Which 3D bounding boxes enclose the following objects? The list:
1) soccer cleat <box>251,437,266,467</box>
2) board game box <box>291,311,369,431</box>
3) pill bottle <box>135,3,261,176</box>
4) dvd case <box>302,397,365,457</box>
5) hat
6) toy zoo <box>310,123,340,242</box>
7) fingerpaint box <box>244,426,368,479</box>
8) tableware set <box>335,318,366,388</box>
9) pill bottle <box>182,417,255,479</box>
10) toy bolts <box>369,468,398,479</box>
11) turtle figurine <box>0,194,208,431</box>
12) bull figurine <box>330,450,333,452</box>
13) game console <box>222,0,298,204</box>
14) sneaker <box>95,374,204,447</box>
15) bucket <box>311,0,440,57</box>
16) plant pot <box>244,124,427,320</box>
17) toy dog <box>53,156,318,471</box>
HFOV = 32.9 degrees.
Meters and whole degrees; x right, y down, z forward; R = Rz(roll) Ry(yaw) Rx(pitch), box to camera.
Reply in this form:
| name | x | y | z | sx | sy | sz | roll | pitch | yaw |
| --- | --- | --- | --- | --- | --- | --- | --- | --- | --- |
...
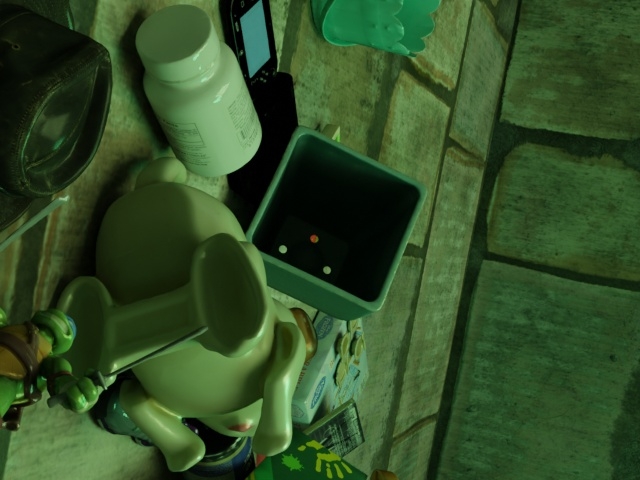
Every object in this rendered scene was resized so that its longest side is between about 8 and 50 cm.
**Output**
| name | x | y | z | sx | sy | sz | roll | pitch | yaw |
| --- | --- | --- | --- | --- | --- | --- | --- | --- | --- |
| soccer cleat | -0.172 | 0.441 | 1.913 | 0.248 | 0.095 | 0.083 | -47 | 162 | -29 |
| board game box | 0.015 | 0.316 | 2.379 | 0.318 | 0.065 | 0.319 | 82 | 27 | -45 |
| pill bottle | -0.166 | -0.201 | 1.460 | 0.229 | 0.131 | 0.131 | 72 | 34 | -56 |
| dvd case | -0.008 | 0.436 | 2.265 | 0.221 | 0.018 | 0.164 | -33 | 141 | -16 |
| hat | -0.297 | -0.145 | 1.113 | 0.331 | 0.134 | 0.331 | 11 | 90 | -70 |
| toy zoo | -0.006 | -0.057 | 2.136 | 0.192 | 0.030 | 0.293 | -61 | 157 | -49 |
| fingerpaint box | -0.132 | 0.581 | 1.744 | 0.445 | 0.163 | 0.371 | -64 | 167 | 22 |
| tableware set | 0.064 | 0.226 | 2.333 | 0.169 | 0.020 | 0.141 | -60 | 153 | -44 |
| pill bottle | -0.170 | 0.354 | 1.770 | 0.219 | 0.122 | 0.123 | 86 | 24 | -49 |
| toy bolts | 0.060 | 0.511 | 1.785 | 0.218 | 0.158 | 0.229 | -116 | -152 | -50 |
| turtle figurine | -0.319 | 0.102 | 1.095 | 0.198 | 0.274 | 0.266 | 62 | 37 | -12 |
| bull figurine | -0.043 | 0.537 | 2.224 | 0.188 | 0.101 | 0.310 | -10 | 127 | -37 |
| game console | -0.106 | -0.250 | 1.744 | 0.361 | 0.044 | 0.213 | 82 | 26 | -43 |
| sneaker | -0.239 | 0.253 | 1.558 | 0.224 | 0.098 | 0.083 | 54 | 50 | -65 |
| bucket | 0.107 | -0.483 | 2.013 | 0.281 | 0.183 | 0.281 | 11 | 90 | -71 |
| plant pot | 0.000 | 0.000 | 1.875 | 0.252 | 0.247 | 0.247 | 126 | -11 | -67 |
| toy dog | -0.165 | 0.127 | 1.487 | 0.408 | 0.284 | 0.395 | 57 | 9 | -55 |
